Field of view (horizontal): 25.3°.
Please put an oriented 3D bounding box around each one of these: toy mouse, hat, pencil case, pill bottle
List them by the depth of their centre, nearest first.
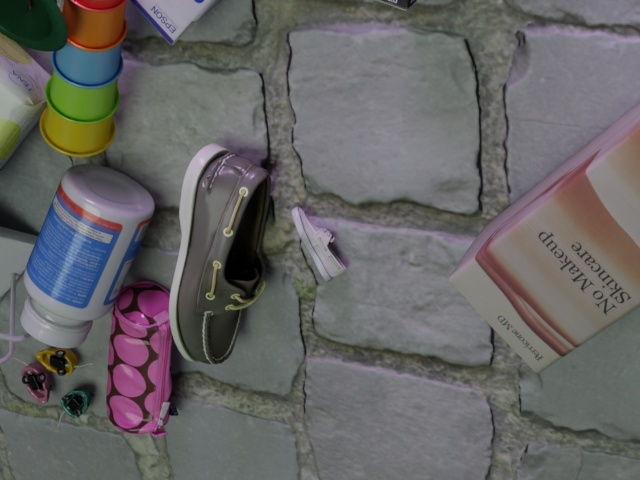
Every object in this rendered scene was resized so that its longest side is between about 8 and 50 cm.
[{"bbox_3d":[-0.317,-0.343,1.583,0.208,0.183,0.173,38,155,-8],"label":"hat"},{"bbox_3d":[-0.306,0.024,1.816,0.124,0.124,0.221,32,113,11],"label":"pill bottle"},{"bbox_3d":[-0.235,0.163,1.912,0.098,0.095,0.209,44,140,43],"label":"pencil case"},{"bbox_3d":[-0.379,0.212,2.063,0.161,0.031,0.143,12,123,25],"label":"toy mouse"}]

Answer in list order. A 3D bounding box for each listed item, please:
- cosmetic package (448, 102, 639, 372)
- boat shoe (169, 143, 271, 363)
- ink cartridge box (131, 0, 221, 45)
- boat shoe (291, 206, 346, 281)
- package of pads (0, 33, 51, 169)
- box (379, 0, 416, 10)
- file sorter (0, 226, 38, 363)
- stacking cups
[{"bbox_3d":[0.293,-0.010,1.467,0.153,0.129,0.296,45,131,-2],"label":"cosmetic package"},{"bbox_3d":[-0.118,0.033,1.751,0.091,0.109,0.305,21,123,25],"label":"boat shoe"},{"bbox_3d":[-0.114,-0.374,1.532,0.165,0.065,0.333,48,129,-3],"label":"ink cartridge box"},{"bbox_3d":[0.000,0.000,1.714,0.035,0.035,0.100,-26,100,11],"label":"boat shoe"},{"bbox_3d":[-0.503,-0.208,1.811,0.296,0.101,0.229,43,115,0],"label":"package of pads"},{"bbox_3d":[0.098,-0.352,1.406,0.058,0.087,0.232,22,126,15],"label":"box"},{"bbox_3d":[-0.528,0.113,1.948,0.193,0.173,0.278,17,139,-30],"label":"file sorter"},{"bbox_3d":[-0.267,-0.233,1.647,0.096,0.096,0.316,33,141,10],"label":"stacking cups"}]
